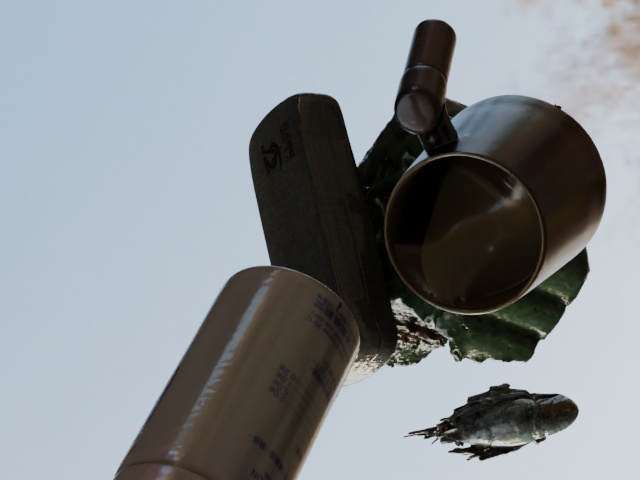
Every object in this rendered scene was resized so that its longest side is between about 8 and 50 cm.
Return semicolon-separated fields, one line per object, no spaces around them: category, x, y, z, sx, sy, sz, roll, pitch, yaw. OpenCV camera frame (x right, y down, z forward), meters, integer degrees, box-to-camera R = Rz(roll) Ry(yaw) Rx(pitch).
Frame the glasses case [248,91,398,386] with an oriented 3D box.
glasses case;0.000;0.000;2.160;0.074;0.131;0.323;1;-115;-34

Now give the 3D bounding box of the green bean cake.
green bean cake;0.129;0.025;2.200;0.169;0.300;0.308;18;-153;-33

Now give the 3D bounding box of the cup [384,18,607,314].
cup;0.120;-0.053;1.682;0.239;0.166;0.177;45;-154;4

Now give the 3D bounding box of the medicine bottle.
medicine bottle;-0.084;0.178;1.519;0.130;0.130;0.341;62;-142;-33

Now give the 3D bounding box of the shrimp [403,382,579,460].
shrimp;0.215;0.231;2.494;0.079;0.232;0.090;-36;-65;-72
